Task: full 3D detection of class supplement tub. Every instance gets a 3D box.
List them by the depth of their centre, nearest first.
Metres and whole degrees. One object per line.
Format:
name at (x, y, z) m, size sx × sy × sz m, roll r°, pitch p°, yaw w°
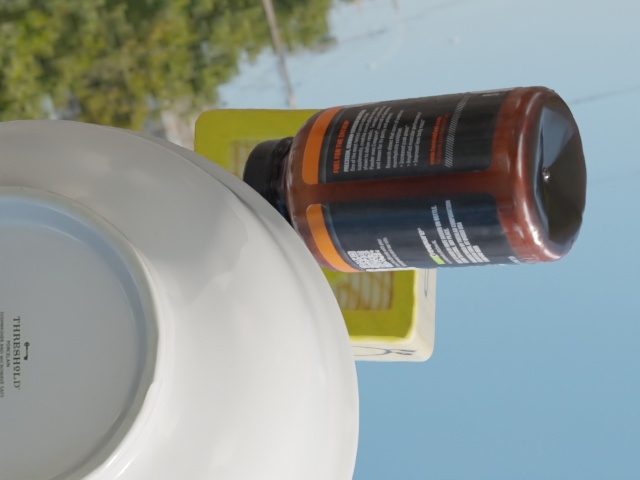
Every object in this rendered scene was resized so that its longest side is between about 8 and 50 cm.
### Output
supplement tub at (0.052, -0.034, 1.000) m, size 0.198 × 0.106 × 0.106 m, roll -3°, pitch -164°, yaw 30°

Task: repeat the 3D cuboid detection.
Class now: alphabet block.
alphabet block at (0.000, 0.000, 1.408) m, size 0.192 × 0.193 × 0.197 m, roll -1°, pitch 171°, yaw 9°

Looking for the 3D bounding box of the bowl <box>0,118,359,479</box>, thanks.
bowl at (-0.131, 0.062, 0.743) m, size 0.298 × 0.297 × 0.134 m, roll -15°, pitch 162°, yaw -3°
